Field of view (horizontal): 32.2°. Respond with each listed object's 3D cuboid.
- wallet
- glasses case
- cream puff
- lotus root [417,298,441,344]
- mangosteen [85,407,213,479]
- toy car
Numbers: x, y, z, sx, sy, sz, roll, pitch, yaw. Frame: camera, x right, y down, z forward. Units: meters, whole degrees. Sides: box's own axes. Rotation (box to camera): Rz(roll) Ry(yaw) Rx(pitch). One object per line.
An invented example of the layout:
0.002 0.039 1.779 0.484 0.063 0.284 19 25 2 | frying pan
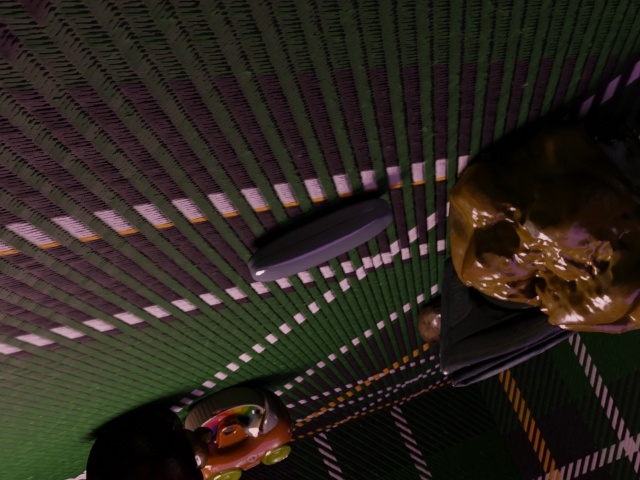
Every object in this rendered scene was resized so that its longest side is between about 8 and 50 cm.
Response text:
0.284 0.060 1.647 0.237 0.075 0.342 -27 -159 20 | wallet
0.000 0.000 1.279 0.178 0.045 0.067 -25 166 -4 | glasses case
0.321 0.007 1.400 0.323 0.274 0.270 -2 144 -51 | cream puff
0.237 0.164 2.208 0.089 0.081 0.179 -26 167 -3 | lotus root
-0.286 0.392 1.939 0.250 0.211 0.211 -29 171 -34 | mangosteen
-0.169 0.357 2.157 0.235 0.145 0.235 -22 149 -14 | toy car
